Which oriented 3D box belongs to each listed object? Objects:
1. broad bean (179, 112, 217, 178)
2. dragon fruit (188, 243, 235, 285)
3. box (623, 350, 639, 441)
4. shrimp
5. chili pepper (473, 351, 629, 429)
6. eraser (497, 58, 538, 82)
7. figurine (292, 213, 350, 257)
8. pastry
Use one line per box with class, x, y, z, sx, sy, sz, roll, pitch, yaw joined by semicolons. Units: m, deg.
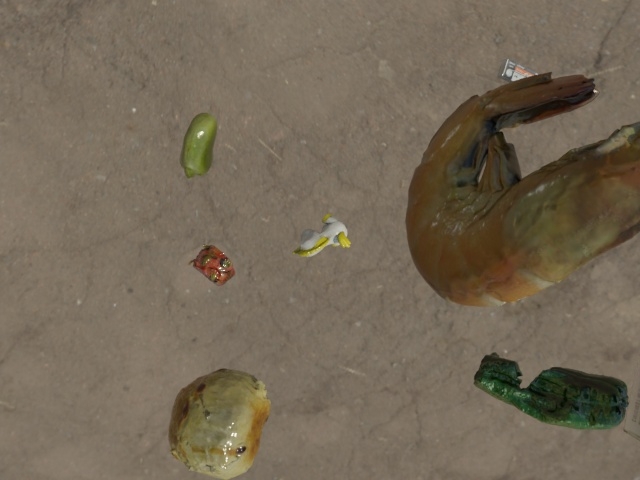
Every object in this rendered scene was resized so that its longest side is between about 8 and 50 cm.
broad bean;-0.308;-0.233;1.475;0.082;0.124;0.174;16;137;0
dragon fruit;-0.342;0.088;1.927;0.147;0.096;0.102;44;78;-19
box;0.498;0.087;0.724;0.200;0.065;0.343;8;94;-21
shrimp;0.142;-0.042;0.364;0.068;0.150;0.249;6;162;-38
chili pepper;0.384;0.257;1.001;0.083;0.253;0.099;-10;103;-54
eraser;0.557;-0.465;1.663;0.122;0.029;0.052;17;94;-23
figurine;-0.005;-0.002;1.769;0.178;0.129;0.109;-18;119;-8
pastry;-0.262;0.431;1.426;0.237;0.255;0.170;14;166;15
